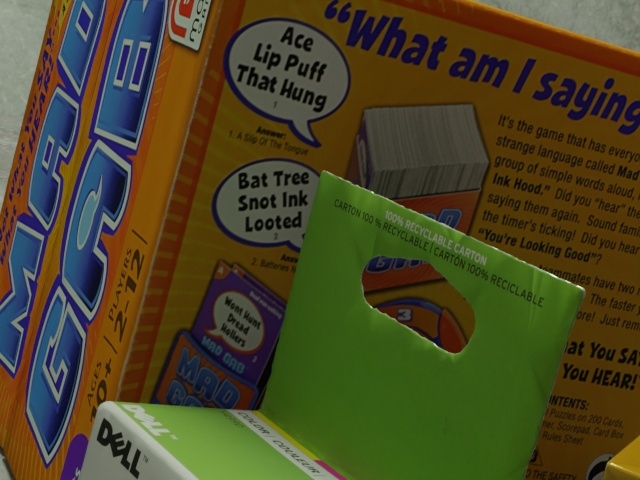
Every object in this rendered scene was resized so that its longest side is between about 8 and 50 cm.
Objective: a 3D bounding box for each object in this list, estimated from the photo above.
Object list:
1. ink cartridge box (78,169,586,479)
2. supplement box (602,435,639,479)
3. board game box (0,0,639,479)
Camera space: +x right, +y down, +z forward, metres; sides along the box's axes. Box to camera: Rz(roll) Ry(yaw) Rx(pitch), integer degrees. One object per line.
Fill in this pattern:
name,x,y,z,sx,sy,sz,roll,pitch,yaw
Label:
ink cartridge box,-0.017,0.107,0.574,0.097,0.255,0.189,8,12,-37
supplement box,0.180,0.193,0.591,0.129,0.194,0.191,20,10,23
board game box,0.000,0.000,0.894,0.356,0.356,0.356,12,11,-26
